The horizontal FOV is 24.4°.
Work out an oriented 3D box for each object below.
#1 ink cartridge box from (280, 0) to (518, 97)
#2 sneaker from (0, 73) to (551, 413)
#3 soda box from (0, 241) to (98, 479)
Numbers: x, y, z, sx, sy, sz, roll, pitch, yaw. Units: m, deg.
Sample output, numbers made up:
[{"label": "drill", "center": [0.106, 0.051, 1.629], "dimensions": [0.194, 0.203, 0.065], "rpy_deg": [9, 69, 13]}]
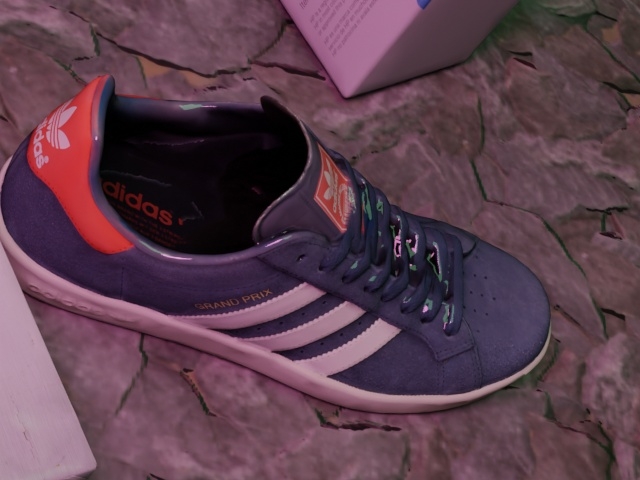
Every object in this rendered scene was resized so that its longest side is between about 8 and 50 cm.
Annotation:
[{"label": "ink cartridge box", "center": [0.029, -0.288, 0.980], "dimensions": [0.129, 0.223, 0.307], "rpy_deg": [-21, 73, -38]}, {"label": "sneaker", "center": [0.000, 0.000, 0.827], "dimensions": [0.350, 0.148, 0.131], "rpy_deg": [12, 55, -23]}, {"label": "soda box", "center": [-0.217, 0.016, 0.730], "dimensions": [0.098, 0.091, 0.286], "rpy_deg": [-15, 69, -35]}]
